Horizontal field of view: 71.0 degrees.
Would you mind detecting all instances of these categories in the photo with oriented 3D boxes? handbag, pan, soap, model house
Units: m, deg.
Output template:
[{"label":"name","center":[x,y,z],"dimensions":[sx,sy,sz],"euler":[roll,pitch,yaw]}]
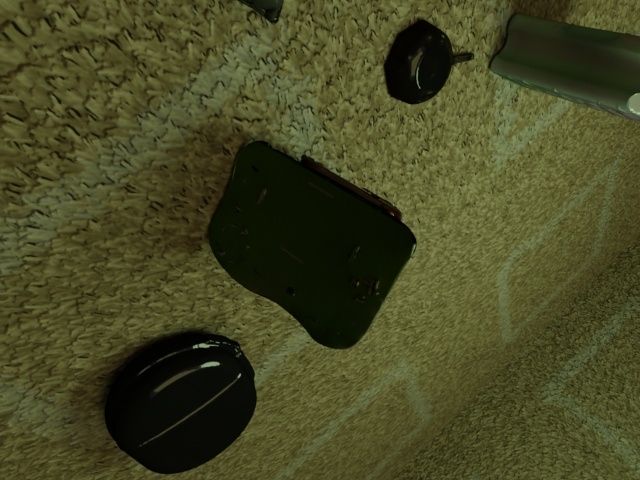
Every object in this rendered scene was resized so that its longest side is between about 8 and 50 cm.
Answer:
[{"label":"handbag","center":[-0.235,0.296,0.810],"dimensions":[0.253,0.093,0.308],"euler":[-32,136,-17]},{"label":"pan","center":[0.201,-0.310,0.753],"dimensions":[0.202,0.048,0.128],"euler":[-37,137,-13]},{"label":"soap","center":[0.516,-0.297,0.808],"dimensions":[0.208,0.347,0.115],"euler":[-2,121,-40]},{"label":"model house","center":[-0.001,-0.001,0.675],"dimensions":[0.154,0.293,0.207],"euler":[-11,130,-61]}]

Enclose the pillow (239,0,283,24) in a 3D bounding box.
[{"label":"pillow","center":[-0.083,-0.407,0.402],"dimensions":[0.228,0.101,0.327],"euler":[3,120,-45]}]
